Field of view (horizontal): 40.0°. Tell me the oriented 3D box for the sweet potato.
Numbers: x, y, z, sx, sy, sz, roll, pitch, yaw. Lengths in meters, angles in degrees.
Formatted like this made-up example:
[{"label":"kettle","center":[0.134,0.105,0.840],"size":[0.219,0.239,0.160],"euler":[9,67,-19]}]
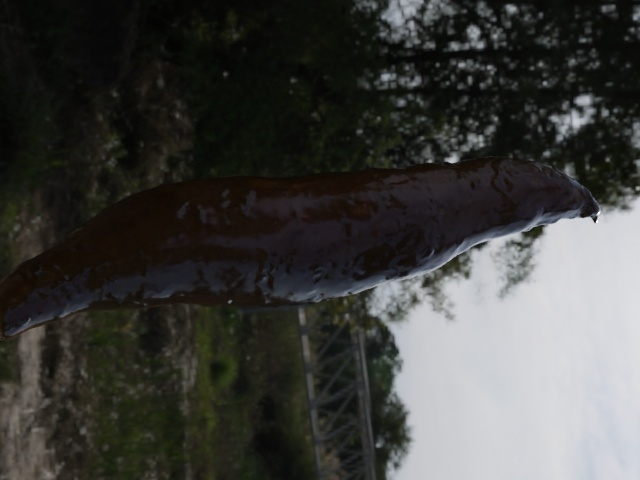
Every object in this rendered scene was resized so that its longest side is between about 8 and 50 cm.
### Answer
[{"label":"sweet potato","center":[0.000,0.000,0.431],"size":[0.072,0.314,0.066],"euler":[120,-41,-56]}]
